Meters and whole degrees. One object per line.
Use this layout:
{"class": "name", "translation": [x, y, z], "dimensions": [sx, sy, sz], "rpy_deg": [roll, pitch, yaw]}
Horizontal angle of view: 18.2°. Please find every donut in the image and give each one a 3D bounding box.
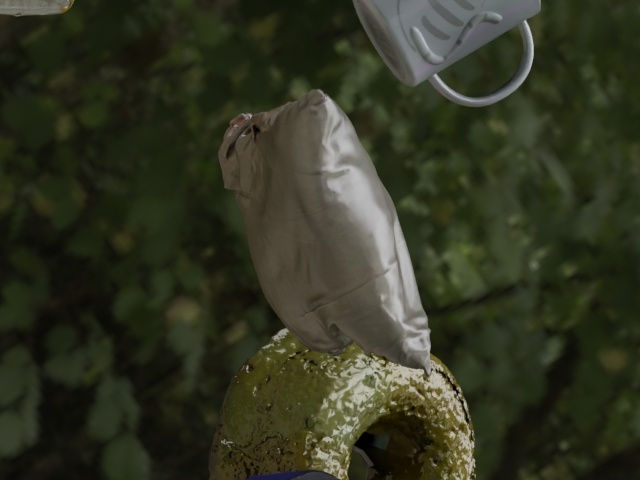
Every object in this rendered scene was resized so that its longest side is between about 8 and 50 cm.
{"class": "donut", "translation": [0.037, 0.197, 1.721], "dimensions": [0.107, 0.272, 0.272], "rpy_deg": [5, -40, 47]}

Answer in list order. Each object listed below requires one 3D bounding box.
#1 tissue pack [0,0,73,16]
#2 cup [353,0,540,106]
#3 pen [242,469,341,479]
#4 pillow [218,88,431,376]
{"class": "tissue pack", "translation": [-0.156, -0.142, 1.045], "dimensions": [0.083, 0.062, 0.042], "rpy_deg": [-105, -165, -76]}
{"class": "cup", "translation": [0.115, -0.187, 1.664], "dimensions": [0.136, 0.133, 0.099], "rpy_deg": [57, -7, 21]}
{"class": "pen", "translation": [-0.050, 0.095, 0.665], "dimensions": [0.033, 0.033, 0.269], "rpy_deg": [56, -21, -6]}
{"class": "pillow", "translation": [0.000, 0.000, 1.170], "dimensions": [0.173, 0.067, 0.270], "rpy_deg": [67, -11, -6]}
